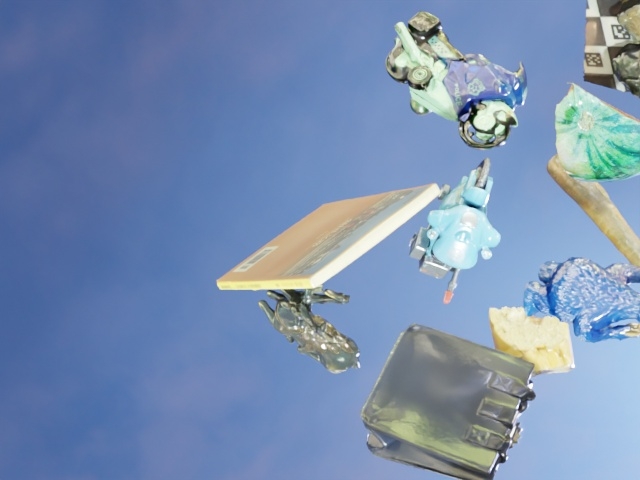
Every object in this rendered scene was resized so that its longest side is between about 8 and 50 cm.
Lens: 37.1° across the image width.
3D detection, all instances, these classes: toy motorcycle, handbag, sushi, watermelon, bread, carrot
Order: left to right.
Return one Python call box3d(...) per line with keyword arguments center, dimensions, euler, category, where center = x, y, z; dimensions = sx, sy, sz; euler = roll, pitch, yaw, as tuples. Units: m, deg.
box3d(center=(0.284, 0.362, 2.074), dimensions=(0.303, 0.329, 0.121), euler=(-57, -28, -36), category="handbag")
box3d(center=(0.229, -0.014, 1.625), dimensions=(0.272, 0.124, 0.182), euler=(112, 178, -62), category="toy motorcycle")
box3d(center=(0.275, -0.316, 1.867), dimensions=(0.196, 0.331, 0.125), euler=(-38, -29, -10), category="toy motorcycle")
box3d(center=(0.503, 0.286, 2.231), dimensions=(0.184, 0.211, 0.224), euler=(-12, -63, 11), category="bread")
box3d(center=(0.605, -0.053, 2.021), dimensions=(0.070, 0.342, 0.070), euler=(-32, -21, -13), category="carrot")
box3d(center=(0.446, -0.142, 1.409), dimensions=(0.231, 0.146, 0.128), euler=(12, -85, -53), category="watermelon")
box3d(center=(0.579, -0.314, 1.559), dimensions=(0.068, 0.339, 0.320), euler=(-55, -28, -27), category="sushi")

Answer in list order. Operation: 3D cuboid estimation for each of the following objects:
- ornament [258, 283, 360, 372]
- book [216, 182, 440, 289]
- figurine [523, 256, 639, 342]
box3d(center=(0.008, 0.139, 1.518), dimensions=(0.080, 0.202, 0.236), euler=(-53, 6, -19), category="ornament")
box3d(center=(0.000, 0.000, 1.546), dimensions=(0.263, 0.374, 0.028), euler=(-35, -77, -24), category="book")
box3d(center=(0.491, 0.097, 1.700), dimensions=(0.120, 0.262, 0.164), euler=(48, -128, -45), category="figurine")
